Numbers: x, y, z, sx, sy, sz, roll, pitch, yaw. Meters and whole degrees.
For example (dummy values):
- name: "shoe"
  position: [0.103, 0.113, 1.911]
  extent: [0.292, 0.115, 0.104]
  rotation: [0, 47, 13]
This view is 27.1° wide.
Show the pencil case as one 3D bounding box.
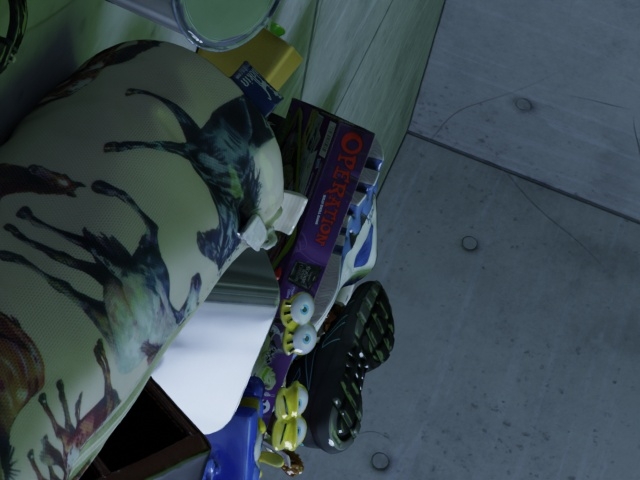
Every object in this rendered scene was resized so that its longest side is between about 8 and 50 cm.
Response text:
- name: "pencil case"
  position: [-0.153, 0.039, 0.785]
  extent: [0.410, 0.183, 0.160]
  rotation: [-60, 171, -48]

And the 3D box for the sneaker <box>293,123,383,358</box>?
- name: "sneaker"
  position: [0.000, 0.031, 1.638]
  extent: [0.316, 0.127, 0.182]
  rotation: [-63, 159, -20]

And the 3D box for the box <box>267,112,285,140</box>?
- name: "box"
  position: [-0.116, -0.015, 1.511]
  extent: [0.183, 0.056, 0.231]
  rotation: [105, 10, -48]

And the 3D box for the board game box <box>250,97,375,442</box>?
- name: "board game box"
  position: [-0.048, 0.028, 1.412]
  extent: [0.347, 0.056, 0.208]
  rotation: [-70, -158, 7]

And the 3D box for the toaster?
- name: "toaster"
  position: [-0.124, 0.044, 1.083]
  extent: [0.168, 0.110, 0.186]
  rotation: [59, -45, 48]

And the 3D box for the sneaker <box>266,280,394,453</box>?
- name: "sneaker"
  position: [0.013, 0.147, 1.648]
  extent: [0.101, 0.106, 0.267]
  rotation: [64, 35, -31]

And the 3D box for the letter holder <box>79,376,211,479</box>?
- name: "letter holder"
  position: [-0.226, 0.206, 1.017]
  extent: [0.152, 0.214, 0.302]
  rotation: [-21, 143, -36]

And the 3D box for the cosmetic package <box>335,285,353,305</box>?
- name: "cosmetic package"
  position: [0.000, 0.000, 2.038]
  extent: [0.309, 0.113, 0.160]
  rotation: [-82, -173, -53]

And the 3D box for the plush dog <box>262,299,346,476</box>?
- name: "plush dog"
  position: [-0.028, 0.175, 1.819]
  extent: [0.225, 0.210, 0.262]
  rotation: [-45, -170, -14]

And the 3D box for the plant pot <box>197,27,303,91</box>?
- name: "plant pot"
  position: [-0.076, -0.164, 1.255]
  extent: [0.083, 0.081, 0.081]
  rotation: [-56, 175, 4]

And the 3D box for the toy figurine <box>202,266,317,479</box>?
- name: "toy figurine"
  position: [-0.116, 0.210, 1.221]
  extent: [0.217, 0.191, 0.363]
  rotation: [-72, 169, -78]

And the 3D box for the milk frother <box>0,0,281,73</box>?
- name: "milk frother"
  position: [-0.115, -0.134, 0.713]
  extent: [0.129, 0.134, 0.143]
  rotation: [1, 111, -50]

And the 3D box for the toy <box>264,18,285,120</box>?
- name: "toy"
  position: [-0.094, -0.114, 1.356]
  extent: [0.137, 0.056, 0.237]
  rotation: [56, 51, -74]
